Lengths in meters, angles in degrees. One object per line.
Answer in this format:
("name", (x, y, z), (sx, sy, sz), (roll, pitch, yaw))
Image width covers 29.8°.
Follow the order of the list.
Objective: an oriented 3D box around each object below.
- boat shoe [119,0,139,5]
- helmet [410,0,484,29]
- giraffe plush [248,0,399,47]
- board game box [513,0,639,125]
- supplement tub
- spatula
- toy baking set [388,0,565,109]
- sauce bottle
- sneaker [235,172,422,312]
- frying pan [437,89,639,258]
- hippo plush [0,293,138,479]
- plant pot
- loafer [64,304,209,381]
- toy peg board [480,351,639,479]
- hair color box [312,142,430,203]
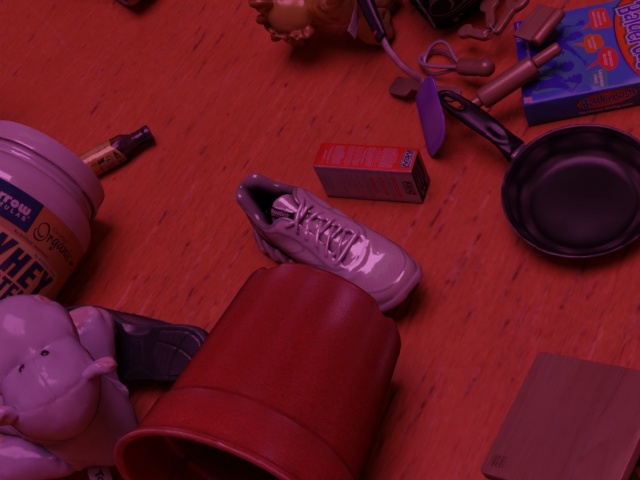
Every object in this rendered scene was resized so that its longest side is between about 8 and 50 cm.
("boat shoe", (-0.407, -0.497, 2.055), (0.341, 0.121, 0.110), (29, 69, 33))
("helmet", (0.189, -0.405, 1.735), (0.161, 0.169, 0.169), (-38, 50, 6))
("giraffe plush", (-0.002, -0.349, 1.768), (0.170, 0.181, 0.210), (-8, 35, 30))
("board game box", (0.373, -0.246, 1.615), (0.210, 0.047, 0.160), (-10, 52, 14))
("supplement tub", (-0.454, 0.017, 1.624), (0.228, 0.228, 0.316), (13, 61, 29))
("spatula", (0.102, -0.256, 1.629), (0.030, 0.084, 0.296), (-24, 79, -19))
("toy baking set", (0.219, -0.248, 1.656), (0.256, 0.030, 0.197), (-36, 37, 11))
("sauce bottle", (-0.311, -0.133, 1.800), (0.128, 0.042, 0.042), (-29, 50, 1))
("sneaker", (0.000, 0.000, 1.522), (0.292, 0.118, 0.110), (27, 72, 38))
("frying pan", (0.267, -0.073, 1.513), (0.326, 0.053, 0.197), (15, 64, 25))
("hippo plush", (-0.327, 0.192, 1.384), (0.234, 0.236, 0.294), (-30, 71, -3))
("plant pot", (-0.048, 0.185, 1.338), (0.272, 0.272, 0.265), (8, 51, 26))
("loafer", (-0.236, 0.140, 1.561), (0.267, 0.084, 0.096), (6, 89, 29))
("toy peg board", (0.286, 0.219, 1.301), (0.161, 0.079, 0.161), (7, 56, 44))
("hair color box", (0.068, -0.090, 1.603), (0.141, 0.072, 0.043), (6, 58, 24))
